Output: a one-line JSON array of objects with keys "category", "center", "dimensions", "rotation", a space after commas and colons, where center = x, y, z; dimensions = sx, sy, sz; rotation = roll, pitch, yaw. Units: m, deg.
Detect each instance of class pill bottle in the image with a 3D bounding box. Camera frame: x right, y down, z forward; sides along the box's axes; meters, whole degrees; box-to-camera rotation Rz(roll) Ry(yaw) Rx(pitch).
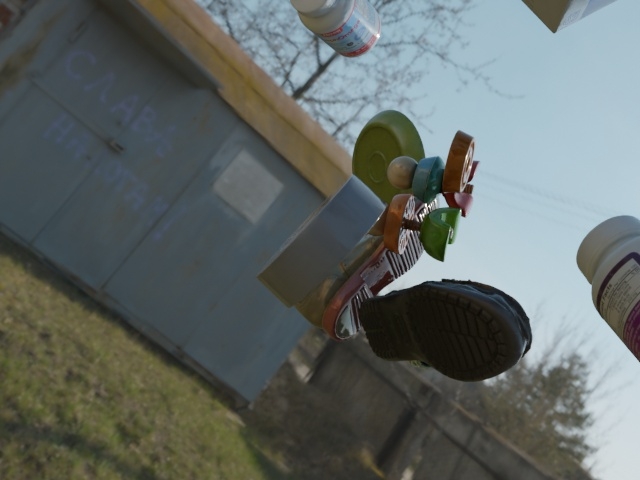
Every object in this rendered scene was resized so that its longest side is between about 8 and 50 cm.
[{"category": "pill bottle", "center": [0.510, 0.095, 1.175], "dimensions": [0.169, 0.169, 0.301], "rotation": [43, 14, -37]}, {"category": "pill bottle", "center": [0.021, -0.328, 1.142], "dimensions": [0.087, 0.087, 0.160], "rotation": [37, 10, 26]}]

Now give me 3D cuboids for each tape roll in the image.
[{"category": "tape roll", "center": [0.000, 0.000, 1.214], "dimensions": [0.072, 0.219, 0.219], "rotation": [43, -4, -4]}]

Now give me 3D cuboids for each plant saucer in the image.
[{"category": "plant saucer", "center": [0.132, -0.154, 1.679], "dimensions": [0.037, 0.241, 0.241], "rotation": [-7, 25, -31]}]

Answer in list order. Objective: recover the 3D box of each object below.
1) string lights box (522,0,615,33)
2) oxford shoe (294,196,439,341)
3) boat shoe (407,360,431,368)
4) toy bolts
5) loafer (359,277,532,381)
[{"category": "string lights box", "center": [0.309, -0.332, 0.827], "dimensions": [0.133, 0.259, 0.077], "rotation": [54, -16, 21]}, {"category": "oxford shoe", "center": [0.087, 0.020, 1.455], "dimensions": [0.130, 0.348, 0.123], "rotation": [26, -29, 35]}, {"category": "boat shoe", "center": [0.210, 0.214, 1.630], "dimensions": [0.109, 0.094, 0.302], "rotation": [16, -18, -20]}, {"category": "toy bolts", "center": [0.169, -0.102, 1.333], "dimensions": [0.158, 0.218, 0.228], "rotation": [15, 27, 17]}, {"category": "loafer", "center": [0.182, 0.103, 1.122], "dimensions": [0.366, 0.130, 0.134], "rotation": [-2, -73, 67]}]
